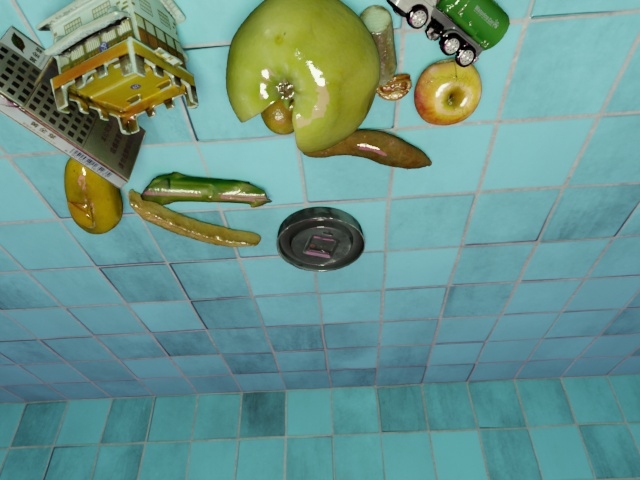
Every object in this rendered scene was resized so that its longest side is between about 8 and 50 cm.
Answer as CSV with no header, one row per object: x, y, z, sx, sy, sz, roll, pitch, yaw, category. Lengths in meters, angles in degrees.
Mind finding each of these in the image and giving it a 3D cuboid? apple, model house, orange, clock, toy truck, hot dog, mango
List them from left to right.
-0.591,-0.124,1.164,0.129,0.167,0.262,-6,140,-17,mango
-0.374,-0.344,0.840,0.224,0.216,0.198,-17,171,19,model house
-0.090,-0.284,1.030,0.085,0.085,0.095,-18,137,20,orange
-0.034,-0.307,0.845,0.291,0.254,0.292,5,122,8,apple
0.000,0.000,1.414,0.280,0.056,0.281,-1,141,0,clock
0.162,-0.343,1.001,0.083,0.035,0.058,-7,138,7,hot dog
0.272,-0.319,0.970,0.146,0.147,0.147,-1,142,-1,apple
0.241,-0.430,0.841,0.242,0.101,0.125,20,124,-29,toy truck

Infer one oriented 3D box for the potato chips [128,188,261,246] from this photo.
-0.376,-0.042,1.345,0.406,0.057,0.080,20,140,-25,potato chips

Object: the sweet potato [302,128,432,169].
0.125,-0.224,1.117,0.345,0.079,0.108,6,154,-4,sweet potato

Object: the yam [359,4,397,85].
0.120,-0.392,0.913,0.069,0.070,0.147,-10,140,10,yam

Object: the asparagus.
-0.302,-0.134,1.215,0.342,0.085,0.082,-1,130,-10,asparagus

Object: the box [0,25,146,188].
-0.534,-0.271,0.951,0.047,0.181,0.325,-23,137,26,box
